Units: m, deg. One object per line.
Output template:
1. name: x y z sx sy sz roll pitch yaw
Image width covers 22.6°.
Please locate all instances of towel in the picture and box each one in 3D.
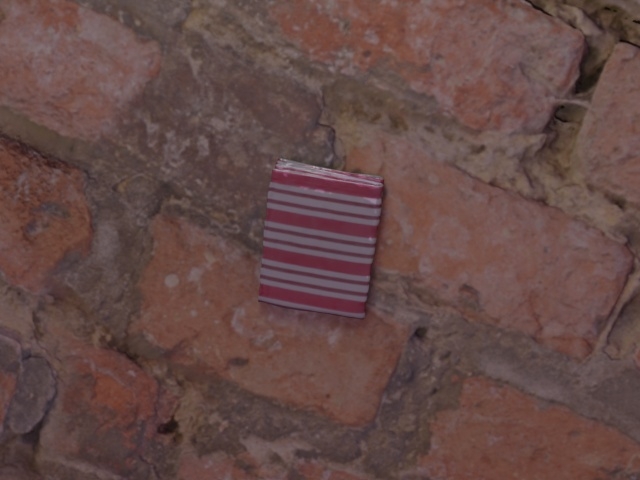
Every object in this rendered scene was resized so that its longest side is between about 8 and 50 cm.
1. towel: 0.000 0.000 2.018 0.144 0.029 0.197 11 112 8
